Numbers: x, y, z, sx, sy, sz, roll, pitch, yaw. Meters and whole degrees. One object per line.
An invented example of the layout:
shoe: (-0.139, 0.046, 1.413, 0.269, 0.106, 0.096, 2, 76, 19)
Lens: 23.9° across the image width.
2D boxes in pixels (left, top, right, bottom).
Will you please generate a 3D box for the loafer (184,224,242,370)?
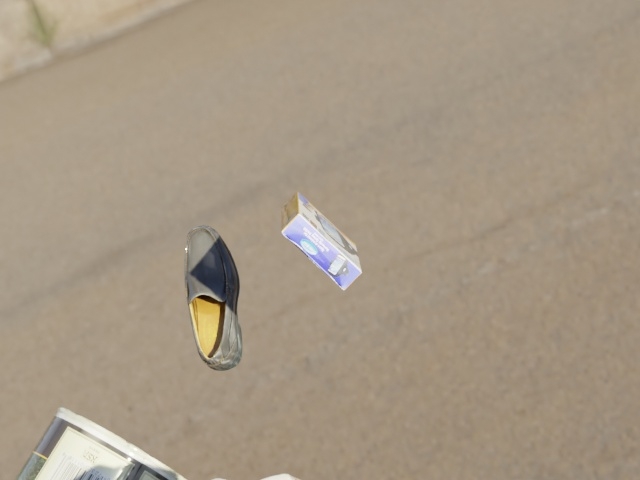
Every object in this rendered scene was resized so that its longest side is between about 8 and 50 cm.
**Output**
loafer: (-0.125, 0.063, 1.728, 0.062, 0.170, 0.061, -15, -10, 9)

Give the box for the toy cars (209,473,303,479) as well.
toy cars: (-0.121, 0.291, 1.302, 0.176, 0.393, 0.087, -8, 58, -32)

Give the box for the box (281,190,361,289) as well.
box: (0.000, 0.000, 1.427, 0.028, 0.081, 0.136, -46, 10, 6)

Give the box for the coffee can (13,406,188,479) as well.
coffee can: (-0.301, 0.368, 1.816, 0.201, 0.201, 0.275, 13, 67, 53)
